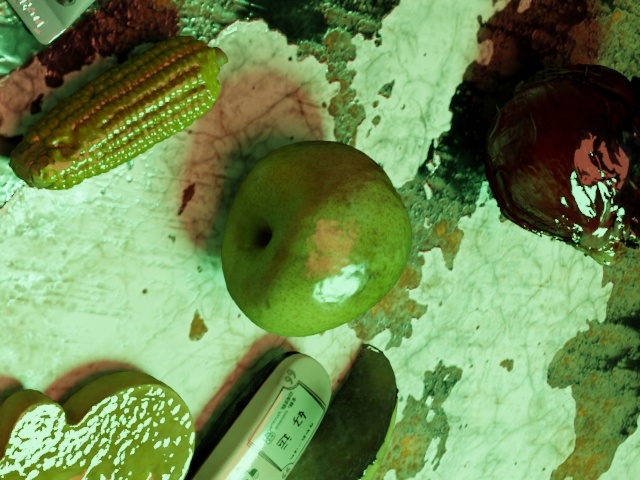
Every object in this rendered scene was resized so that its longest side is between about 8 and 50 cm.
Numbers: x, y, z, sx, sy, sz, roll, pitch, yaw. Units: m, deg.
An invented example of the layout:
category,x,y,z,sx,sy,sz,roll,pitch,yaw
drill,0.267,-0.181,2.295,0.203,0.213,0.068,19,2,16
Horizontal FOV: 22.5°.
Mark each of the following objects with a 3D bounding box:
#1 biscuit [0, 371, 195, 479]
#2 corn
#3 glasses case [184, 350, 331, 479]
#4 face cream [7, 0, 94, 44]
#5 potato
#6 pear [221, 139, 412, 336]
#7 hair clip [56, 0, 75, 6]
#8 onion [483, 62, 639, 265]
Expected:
category,x,y,z,sx,sy,sz,roll,pitch,yaw
biscuit,-0.292,0.271,1.794,0.355,0.052,0.275,-28,128,-35
corn,-0.201,-0.132,1.649,0.261,0.097,0.097,-33,131,-26
glasses case,-0.098,0.274,1.972,0.314,0.075,0.122,-53,140,-11
face cream,-0.203,-0.324,1.562,0.274,0.096,0.154,-40,135,-8
potato,0.043,0.280,2.092,0.261,0.120,0.100,-53,144,-10
pear,0.000,0.000,1.844,0.211,0.188,0.229,8,104,-39
hair clip,-0.245,-0.330,1.478,0.146,0.056,0.187,31,92,-4
onion,0.336,-0.122,2.111,0.281,0.281,0.221,4,152,-46
